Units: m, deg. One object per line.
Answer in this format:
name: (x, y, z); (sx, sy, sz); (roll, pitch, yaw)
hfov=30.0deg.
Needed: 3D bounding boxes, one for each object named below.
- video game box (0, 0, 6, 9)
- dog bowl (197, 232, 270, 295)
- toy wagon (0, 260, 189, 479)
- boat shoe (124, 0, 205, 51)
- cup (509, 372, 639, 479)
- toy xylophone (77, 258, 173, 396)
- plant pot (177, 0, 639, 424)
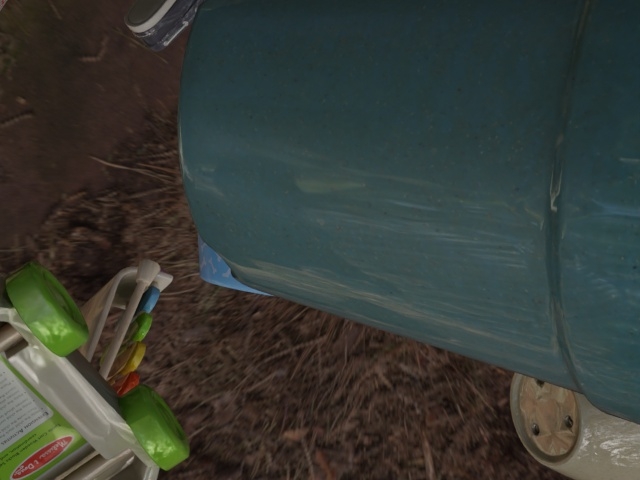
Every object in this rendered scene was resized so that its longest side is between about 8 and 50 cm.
video game box: (-0.279, -0.232, 0.938); (0.048, 0.205, 0.187); (24, 67, -3)
dog bowl: (0.020, 0.023, 1.166); (0.297, 0.166, 0.074); (9, 92, -10)
toy wagon: (-0.214, 0.168, 0.730); (0.267, 0.068, 0.344); (-34, 129, -1)
boat shoe: (-0.167, -0.331, 1.575); (0.206, 0.065, 0.075); (-45, 48, -12)
cup: (0.427, 0.237, 1.789); (0.237, 0.331, 0.331); (-7, 90, -29)
toy xylophone: (-0.272, 0.159, 1.536); (0.081, 0.236, 0.323); (30, 57, -21)
plant pot: (0.119, -0.066, 0.714); (0.334, 0.341, 0.341); (10, 91, 31)
